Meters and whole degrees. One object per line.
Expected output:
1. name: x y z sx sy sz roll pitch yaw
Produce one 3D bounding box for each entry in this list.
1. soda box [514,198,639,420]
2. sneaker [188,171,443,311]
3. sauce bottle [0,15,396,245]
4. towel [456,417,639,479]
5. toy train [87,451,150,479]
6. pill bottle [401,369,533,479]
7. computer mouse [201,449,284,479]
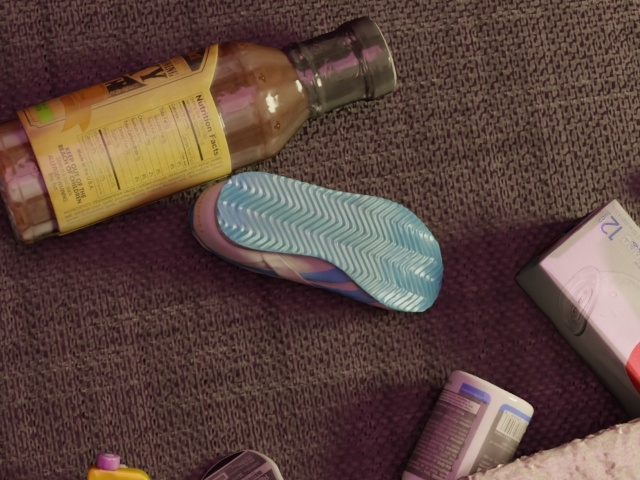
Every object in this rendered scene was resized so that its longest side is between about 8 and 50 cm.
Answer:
1. soda box: 0.295 0.106 1.633 0.091 0.098 0.286 -39 89 -12
2. sneaker: 0.000 0.000 1.617 0.229 0.092 0.087 22 76 -24
3. sauce bottle: -0.107 -0.100 1.604 0.344 0.111 0.111 -20 84 -12
4. towel: 0.254 0.237 1.539 0.282 0.049 0.187 -19 86 -4
5. toy train: -0.170 0.242 1.575 0.166 0.046 0.125 33 94 -7
6. pill bottle: 0.115 0.184 1.602 0.078 0.078 0.137 27 84 -3
7. computer mouse: -0.034 0.231 1.544 0.106 0.193 0.042 -34 123 -10
